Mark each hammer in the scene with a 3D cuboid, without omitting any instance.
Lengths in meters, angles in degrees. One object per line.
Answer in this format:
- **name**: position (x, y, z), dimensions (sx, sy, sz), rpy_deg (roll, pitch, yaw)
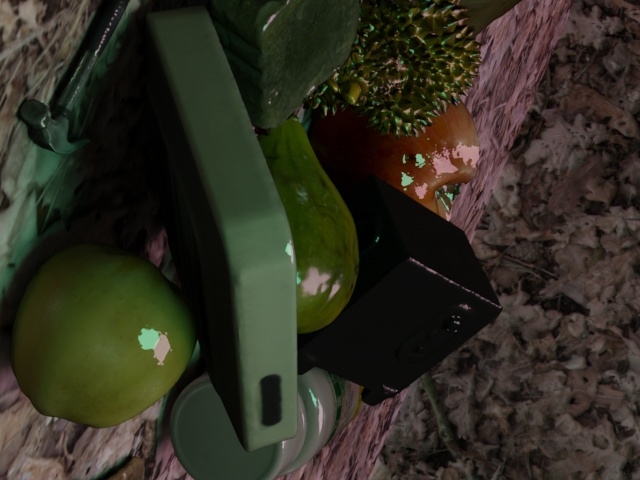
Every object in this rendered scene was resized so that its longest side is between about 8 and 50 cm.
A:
- **hammer**: position (-0.217, -0.196, 1.330), dimensions (0.103, 0.029, 0.246), rpy_deg (71, 40, -65)

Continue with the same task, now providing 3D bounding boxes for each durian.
- **durian**: position (0.074, -0.264, 1.824), dimensions (0.292, 0.258, 0.258), rpy_deg (-23, 140, -26)

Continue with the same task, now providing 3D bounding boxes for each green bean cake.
- **green bean cake**: position (-0.035, -0.241, 1.484), dimensions (0.185, 0.094, 0.183), rpy_deg (-42, 153, -26)

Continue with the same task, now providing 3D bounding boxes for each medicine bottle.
- **medicine bottle**: position (-0.072, 0.238, 2.004), dimensions (0.339, 0.208, 0.208), rpy_deg (-28, 136, -67)

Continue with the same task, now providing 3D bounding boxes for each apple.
- **apple**: position (-0.222, 0.094, 1.383), dimensions (0.200, 0.200, 0.200), rpy_deg (20, 90, -74)
- **apple**: position (0.085, -0.107, 2.037), dimensions (0.163, 0.251, 0.293), rpy_deg (-13, 125, -44)

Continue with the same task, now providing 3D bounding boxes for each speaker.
- **speaker**: position (0.079, 0.079, 1.931), dimensions (0.254, 0.184, 0.232), rpy_deg (-41, 135, 22)

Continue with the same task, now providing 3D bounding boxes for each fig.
- **fig**: position (-0.038, -0.017, 1.770), dimensions (0.314, 0.233, 0.233), rpy_deg (-58, 162, -12)

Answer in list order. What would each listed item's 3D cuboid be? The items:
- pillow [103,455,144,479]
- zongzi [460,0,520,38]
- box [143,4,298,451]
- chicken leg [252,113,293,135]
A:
- **pillow**: position (-0.289, 0.361, 1.759), dimensions (0.211, 0.034, 0.135), rpy_deg (-12, 118, -73)
- **zongzi**: position (0.287, -0.361, 1.990), dimensions (0.500, 0.466, 0.218), rpy_deg (85, 29, -58)
- **box**: position (-0.111, -0.011, 1.436), dimensions (0.367, 0.090, 0.373), rpy_deg (91, -19, -50)
- **chicken leg**: position (-0.080, -0.278, 1.580), dimensions (0.158, 0.096, 0.407), rpy_deg (-42, 152, -20)
